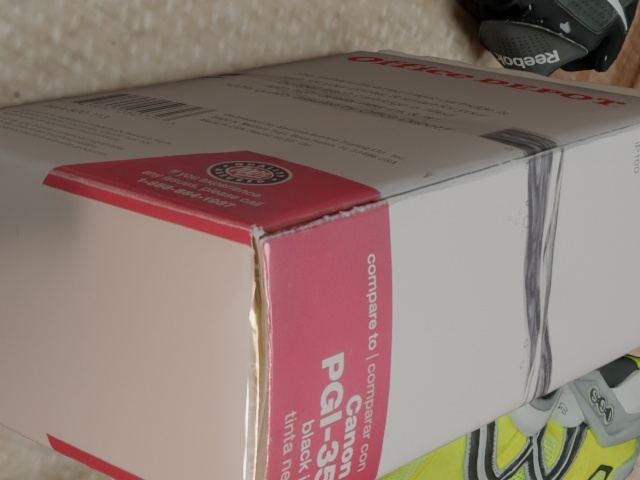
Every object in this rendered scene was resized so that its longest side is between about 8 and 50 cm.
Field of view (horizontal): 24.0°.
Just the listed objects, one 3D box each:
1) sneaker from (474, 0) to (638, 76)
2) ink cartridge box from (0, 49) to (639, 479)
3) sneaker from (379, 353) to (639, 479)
[{"bbox_3d":[0.115,-0.145,0.835,0.234,0.078,0.106,9,92,-52],"label":"sneaker"},{"bbox_3d":[0.000,0.000,0.642,0.283,0.207,0.117,-16,114,-46],"label":"ink cartridge box"},{"bbox_3d":[0.071,0.119,0.811,0.384,0.145,0.147,10,93,-49],"label":"sneaker"}]
